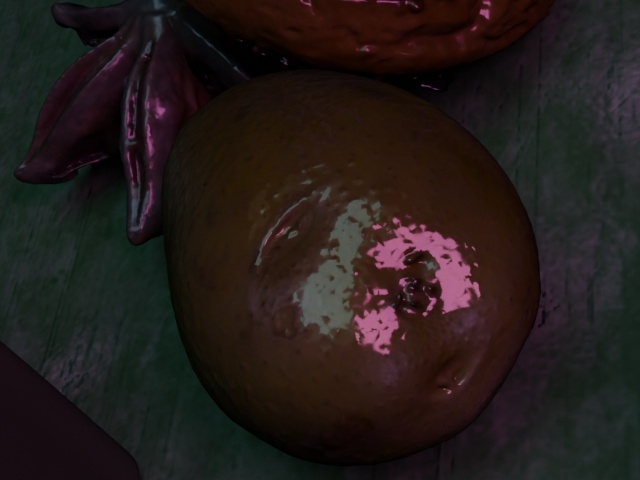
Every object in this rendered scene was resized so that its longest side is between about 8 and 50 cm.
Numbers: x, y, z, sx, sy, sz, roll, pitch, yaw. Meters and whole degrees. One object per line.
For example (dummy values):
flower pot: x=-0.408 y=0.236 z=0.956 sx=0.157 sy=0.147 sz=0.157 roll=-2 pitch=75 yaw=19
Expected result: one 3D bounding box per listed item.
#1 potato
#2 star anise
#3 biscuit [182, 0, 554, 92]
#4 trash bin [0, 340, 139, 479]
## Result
potato: x=0.000 y=0.000 z=0.595 sx=0.174 sy=0.159 sz=0.251 roll=-22 pitch=37 yaw=-16
star anise: x=-0.087 y=-0.112 z=0.760 sx=0.198 sy=0.110 sz=0.257 roll=39 pitch=89 yaw=26
biscuit: x=0.012 y=-0.211 z=0.697 sx=0.295 sy=0.075 sz=0.296 roll=8 pitch=48 yaw=-9
trash bin: x=-0.268 y=0.079 z=0.566 sx=0.222 sy=0.343 sz=0.158 roll=3 pitch=62 yaw=33
